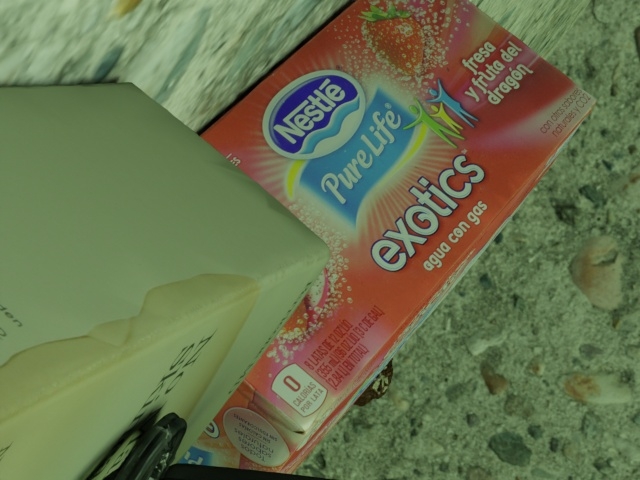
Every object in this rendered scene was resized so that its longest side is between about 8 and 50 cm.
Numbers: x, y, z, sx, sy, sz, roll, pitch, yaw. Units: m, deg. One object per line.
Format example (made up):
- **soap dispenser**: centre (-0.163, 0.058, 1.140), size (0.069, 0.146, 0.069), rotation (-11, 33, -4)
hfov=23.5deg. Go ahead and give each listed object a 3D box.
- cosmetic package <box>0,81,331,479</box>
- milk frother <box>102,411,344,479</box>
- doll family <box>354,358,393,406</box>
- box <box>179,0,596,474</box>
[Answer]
- **cosmetic package**: centre (-0.116, 0.046, 0.466), size (0.160, 0.113, 0.309), rotation (-53, 172, 15)
- **milk frother**: centre (-0.019, 0.129, 0.491), size (0.143, 0.134, 0.129), rotation (112, -12, -76)
- **doll family**: centre (-0.071, 0.107, 0.951), size (0.263, 0.118, 0.163), rotation (-48, -148, 1)
- **box**: centre (0.000, 0.000, 0.840), size (0.300, 0.142, 0.154), rotation (-46, 171, -37)
